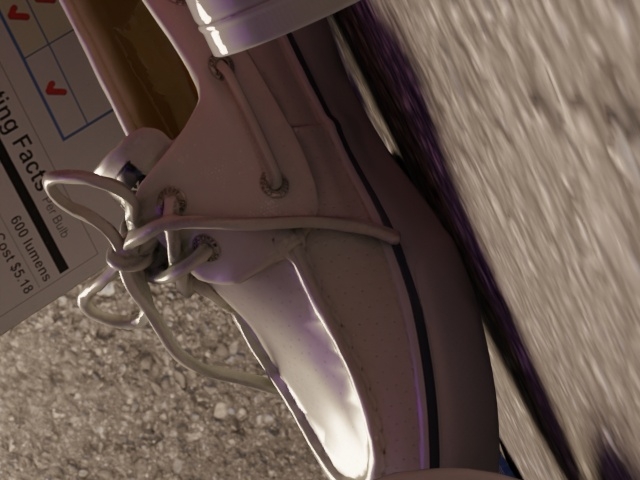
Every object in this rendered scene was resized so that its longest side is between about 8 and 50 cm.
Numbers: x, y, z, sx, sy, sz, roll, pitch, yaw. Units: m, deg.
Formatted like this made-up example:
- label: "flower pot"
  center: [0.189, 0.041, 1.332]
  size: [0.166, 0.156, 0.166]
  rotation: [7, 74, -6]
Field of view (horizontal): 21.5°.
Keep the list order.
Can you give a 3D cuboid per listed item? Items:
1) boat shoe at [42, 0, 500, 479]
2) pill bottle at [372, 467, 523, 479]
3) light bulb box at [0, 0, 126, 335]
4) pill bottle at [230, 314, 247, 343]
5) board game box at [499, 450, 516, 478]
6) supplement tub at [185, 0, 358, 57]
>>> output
- label: "boat shoe"
  center: [-0.052, -0.024, 0.756]
  size: [0.136, 0.156, 0.367]
  rotation: [-37, 71, 56]
- label: "pill bottle"
  center: [0.067, 0.230, 0.730]
  size: [0.318, 0.176, 0.176]
  rotation: [70, 175, -61]
- label: "light bulb box"
  center: [-0.244, -0.151, 1.053]
  size: [0.225, 0.361, 0.358]
  rotation: [33, 151, 53]
- label: "pill bottle"
  center: [-0.037, -0.008, 0.957]
  size: [0.137, 0.078, 0.078]
  rotation: [58, 176, 12]
- label: "board game box"
  center: [0.114, 0.168, 0.943]
  size: [0.090, 0.020, 0.090]
  rotation: [-118, 5, -50]
- label: "supplement tub"
  center: [-0.026, -0.122, 0.553]
  size: [0.071, 0.071, 0.107]
  rotation: [-125, 11, -78]
